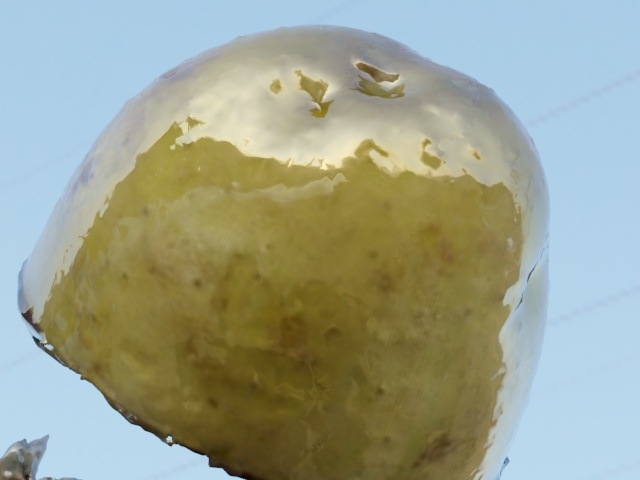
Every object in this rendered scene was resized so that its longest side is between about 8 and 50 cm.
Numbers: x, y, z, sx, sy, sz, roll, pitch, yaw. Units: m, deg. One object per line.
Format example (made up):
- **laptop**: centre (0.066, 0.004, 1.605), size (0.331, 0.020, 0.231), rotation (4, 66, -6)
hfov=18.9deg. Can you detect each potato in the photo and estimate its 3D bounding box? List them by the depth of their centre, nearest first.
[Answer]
- **potato**: centre (0.000, 0.000, 0.994), size (0.285, 0.242, 0.242), rotation (32, -38, 18)

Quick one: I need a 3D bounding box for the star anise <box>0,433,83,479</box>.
- **star anise**: centre (-0.292, 0.255, 1.702), size (0.181, 0.204, 0.061), rotation (-13, -17, 16)
